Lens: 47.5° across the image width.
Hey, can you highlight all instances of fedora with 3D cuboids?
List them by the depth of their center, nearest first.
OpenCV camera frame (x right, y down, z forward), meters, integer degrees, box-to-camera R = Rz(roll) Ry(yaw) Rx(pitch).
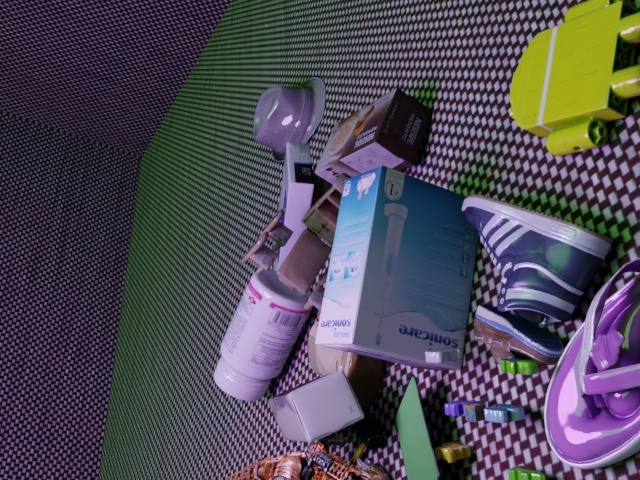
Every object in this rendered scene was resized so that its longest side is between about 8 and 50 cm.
[{"bbox_3d":[-0.108,-0.353,2.046,0.275,0.124,0.243,-34,46,53],"label":"fedora"}]

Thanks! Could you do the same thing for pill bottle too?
[{"bbox_3d":[-0.139,0.225,1.714,0.283,0.160,0.160,-64,27,16],"label":"pill bottle"}]

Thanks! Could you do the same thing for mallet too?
[{"bbox_3d":[0.061,0.405,1.359,0.189,0.039,0.062,-62,29,29],"label":"mallet"}]

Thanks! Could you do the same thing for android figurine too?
[{"bbox_3d":[0.385,-0.248,1.089,0.273,0.056,0.248,-11,65,61],"label":"android figurine"}]

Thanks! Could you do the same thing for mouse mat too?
[{"bbox_3d":[0.155,0.333,1.182,0.152,0.007,0.189,101,166,-46],"label":"mouse mat"}]

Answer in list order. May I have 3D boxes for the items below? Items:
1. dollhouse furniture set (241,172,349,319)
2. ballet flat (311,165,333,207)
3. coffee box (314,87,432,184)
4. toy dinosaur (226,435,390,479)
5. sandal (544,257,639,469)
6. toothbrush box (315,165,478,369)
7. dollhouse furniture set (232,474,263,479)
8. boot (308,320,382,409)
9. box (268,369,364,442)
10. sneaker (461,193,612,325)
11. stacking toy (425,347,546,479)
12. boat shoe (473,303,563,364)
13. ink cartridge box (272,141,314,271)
[{"bbox_3d":[0.000,0.000,1.530,0.161,0.212,0.242,-43,12,48],"label":"dollhouse furniture set"},{"bbox_3d":[0.014,-0.108,1.724,0.067,0.073,0.206,-37,44,36],"label":"ballet flat"},{"bbox_3d":[0.107,-0.205,1.534,0.246,0.098,0.141,-17,47,60],"label":"coffee box"},{"bbox_3d":[-0.027,0.464,1.328,0.322,0.164,0.218,-14,65,49],"label":"toy dinosaur"},{"bbox_3d":[0.375,0.097,0.845,0.416,0.102,0.169,-59,29,26],"label":"sandal"},{"bbox_3d":[0.135,0.053,1.218,0.126,0.216,0.295,-17,61,60],"label":"toothbrush box"},{"bbox_3d":[-0.100,0.571,1.467,0.129,0.129,0.183,-31,54,55],"label":"dollhouse furniture set"},{"bbox_3d":[0.059,0.173,1.427,0.203,0.095,0.261,-151,70,-63],"label":"boot"},{"bbox_3d":[-0.016,0.313,1.358,0.094,0.113,0.275,66,162,9],"label":"box"},{"bbox_3d":[0.283,0.028,1.074,0.282,0.099,0.153,29,98,61],"label":"sneaker"},{"bbox_3d":[0.237,0.245,1.042,0.221,0.052,0.166,-8,87,59],"label":"stacking toy"},{"bbox_3d":[0.283,0.150,1.051,0.183,0.066,0.066,-143,65,-70],"label":"boat shoe"},{"bbox_3d":[-0.070,-0.058,1.778,0.165,0.065,0.332,-97,14,-47],"label":"ink cartridge box"}]
